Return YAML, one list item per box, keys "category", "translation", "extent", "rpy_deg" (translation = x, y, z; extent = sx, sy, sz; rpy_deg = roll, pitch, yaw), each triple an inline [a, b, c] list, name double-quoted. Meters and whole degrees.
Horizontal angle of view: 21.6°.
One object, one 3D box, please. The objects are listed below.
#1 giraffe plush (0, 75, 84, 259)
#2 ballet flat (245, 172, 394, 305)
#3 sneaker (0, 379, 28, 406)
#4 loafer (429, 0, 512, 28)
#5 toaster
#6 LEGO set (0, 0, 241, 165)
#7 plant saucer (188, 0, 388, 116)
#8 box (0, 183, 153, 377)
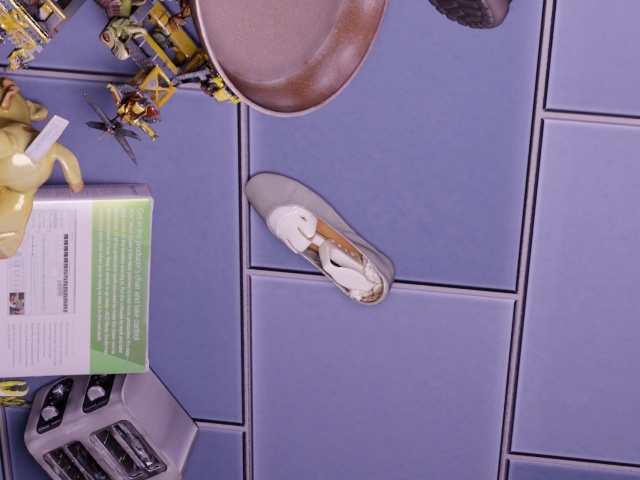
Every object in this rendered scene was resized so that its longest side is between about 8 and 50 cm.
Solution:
- category: "giraffe plush"
  translation: [-0.372, -0.108, 1.851]
  extent: [0.210, 0.170, 0.181]
  rpy_deg: [-36, 130, 7]
- category: "ballet flat"
  translation: [0.000, 0.000, 1.954]
  extent: [0.213, 0.068, 0.072]
  rpy_deg: [37, 122, -15]
- category: "sneaker"
  translation: [-0.421, 0.202, 2.184]
  extent: [0.083, 0.031, 0.035]
  rpy_deg: [3, 124, 8]
- category: "loafer"
  translation: [0.107, -0.380, 1.646]
  extent: [0.134, 0.130, 0.366]
  rpy_deg: [19, 150, 45]
- category: "toaster"
  translation: [-0.263, 0.251, 2.143]
  extent: [0.168, 0.110, 0.186]
  rpy_deg: [-24, 117, 24]
- category: "LEGO set"
  translation: [-0.217, -0.218, 1.726]
  extent: [0.255, 0.192, 0.331]
  rpy_deg: [5, 141, 48]
- category: "plant saucer"
  translation: [-0.035, -0.279, 1.660]
  extent: [0.050, 0.310, 0.311]
  rpy_deg: [11, 130, 36]
- category: "box"
  translation: [-0.361, 0.050, 1.972]
  extent: [0.322, 0.058, 0.232]
  rpy_deg: [0, 113, -12]
